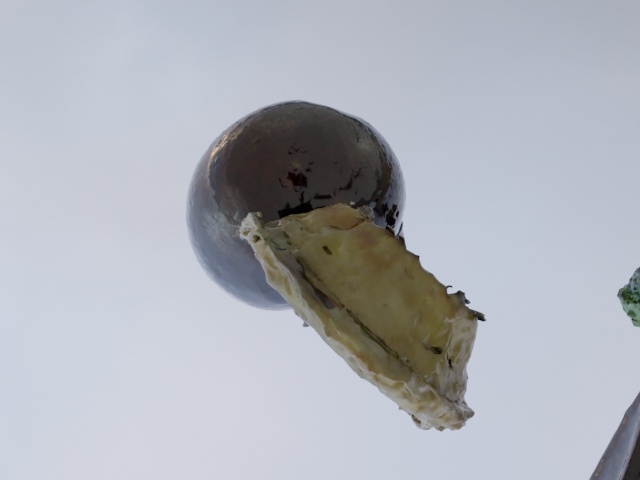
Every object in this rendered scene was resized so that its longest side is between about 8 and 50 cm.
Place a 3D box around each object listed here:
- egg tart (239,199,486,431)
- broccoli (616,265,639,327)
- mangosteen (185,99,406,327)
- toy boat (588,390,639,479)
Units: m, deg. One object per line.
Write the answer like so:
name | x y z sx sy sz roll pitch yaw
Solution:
egg tart | 0.035 0.041 0.457 0.090 0.212 0.212 -48 -122 -2
broccoli | 0.583 0.110 0.963 0.264 0.294 0.246 -5 -121 20
mangosteen | 0.000 0.000 0.661 0.231 0.231 0.289 -28 -104 -32
toy boat | 0.292 0.297 0.644 0.079 0.136 0.392 34 -107 5
